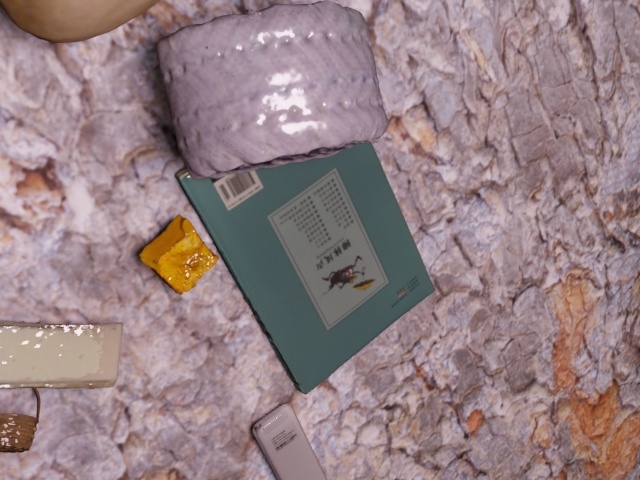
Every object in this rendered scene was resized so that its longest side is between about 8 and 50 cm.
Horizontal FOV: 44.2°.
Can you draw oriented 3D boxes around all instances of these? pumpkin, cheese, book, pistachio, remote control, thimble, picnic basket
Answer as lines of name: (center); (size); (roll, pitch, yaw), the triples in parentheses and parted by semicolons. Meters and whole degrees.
pumpkin: (-0.175, 0.017, 0.962); (0.074, 0.054, 0.083); (-43, 143, -9)
cheese: (-0.415, 0.122, 0.854); (0.400, 0.034, 0.085); (6, 97, -30)
book: (0.000, 0.000, 1.074); (0.264, 0.031, 0.380); (-35, 119, -17)
pistachio: (-0.239, -0.265, 0.800); (0.185, 0.126, 0.108); (-25, 92, -36)
remote control: (-0.030, 0.348, 1.165); (0.067, 0.029, 0.261); (-33, 121, -19)
thimble: (-0.049, -0.162, 0.875); (0.245, 0.217, 0.157); (-16, 97, -35)
picnic basket: (-0.360, 0.200, 0.906); (0.072, 0.072, 0.083); (14, 65, -33)
